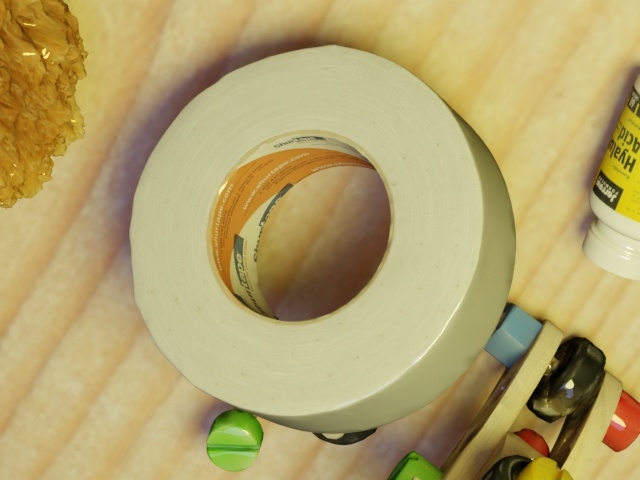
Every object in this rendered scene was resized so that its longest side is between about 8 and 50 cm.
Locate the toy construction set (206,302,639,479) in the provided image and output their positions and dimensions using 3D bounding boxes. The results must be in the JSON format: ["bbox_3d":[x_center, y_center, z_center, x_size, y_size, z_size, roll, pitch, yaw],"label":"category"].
[{"bbox_3d":[0.099,0.221,1.136,0.257,0.237,0.309,-26,106,18],"label":"toy construction set"}]

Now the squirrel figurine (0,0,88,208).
[{"bbox_3d":[-0.316,-0.097,1.023,0.397,0.281,0.370,-7,78,-16],"label":"squirrel figurine"}]

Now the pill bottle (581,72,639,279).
[{"bbox_3d":[0.198,-0.038,1.111,0.065,0.065,0.116,19,113,1],"label":"pill bottle"}]

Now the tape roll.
[{"bbox_3d":[0.000,0.000,1.093,0.219,0.072,0.219,-5,75,19],"label":"tape roll"}]
